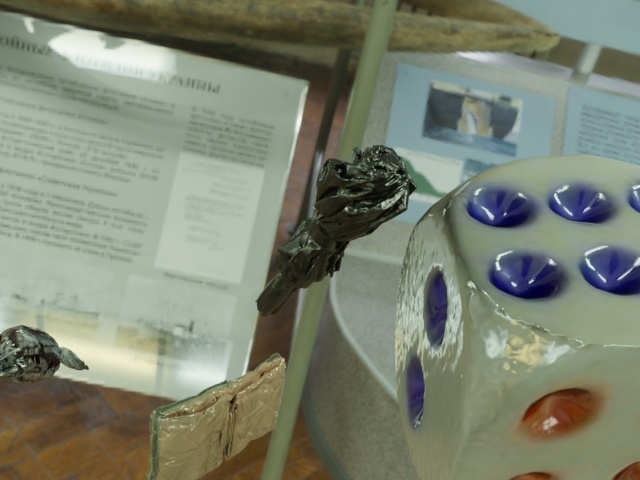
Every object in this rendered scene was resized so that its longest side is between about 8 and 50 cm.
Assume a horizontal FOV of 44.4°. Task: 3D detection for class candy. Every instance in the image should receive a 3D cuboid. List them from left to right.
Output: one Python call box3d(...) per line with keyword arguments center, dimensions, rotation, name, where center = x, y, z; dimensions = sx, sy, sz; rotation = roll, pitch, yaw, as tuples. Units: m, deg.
box3d(center=(-0.304, 0.106, 0.788), dimensions=(0.094, 0.051, 0.226), rotation=(49, -2, 17), name="candy")

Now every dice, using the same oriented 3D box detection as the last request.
box3d(center=(0.213, 0.088, 0.699), dimensions=(0.259, 0.251, 0.243), rotation=(-1, 39, -9), name="dice")

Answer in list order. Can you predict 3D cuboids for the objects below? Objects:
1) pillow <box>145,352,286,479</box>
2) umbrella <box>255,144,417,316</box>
box3d(center=(-0.124, 0.231, 0.990), dimensions=(0.043, 0.126, 0.233), rotation=(26, 26, 30), name="pillow")
box3d(center=(0.000, 0.000, 1.064), dimensions=(0.118, 0.340, 0.118), rotation=(20, 44, -21), name="umbrella")
